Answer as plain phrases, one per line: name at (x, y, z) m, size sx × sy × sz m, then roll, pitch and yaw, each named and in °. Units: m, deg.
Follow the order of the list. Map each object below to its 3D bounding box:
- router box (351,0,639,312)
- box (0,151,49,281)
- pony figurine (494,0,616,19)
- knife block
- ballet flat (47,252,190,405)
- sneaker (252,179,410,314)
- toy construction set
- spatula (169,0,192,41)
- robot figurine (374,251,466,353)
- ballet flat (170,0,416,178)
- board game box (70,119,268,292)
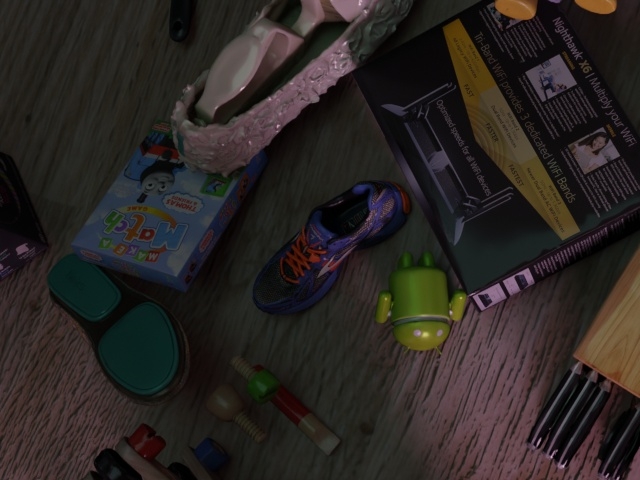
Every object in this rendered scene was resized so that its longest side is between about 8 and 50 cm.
router box at (0.209, -0.112, 1.398) m, size 0.243 × 0.081 × 0.309 m, roll -28°, pitch 68°, yaw 7°
box at (-0.498, -0.047, 1.591) m, size 0.143 × 0.270 × 0.165 m, roll -34°, pitch 67°, yaw 13°
pony figurine at (0.318, -0.395, 1.350) m, size 0.351 × 0.303 × 0.363 m, roll 22°, pitch 75°, yaw -3°
knife block at (0.317, 0.104, 1.308) m, size 0.242 × 0.088 × 0.276 m, roll -16°, pitch 72°, yaw 18°
ballet flat at (-0.221, 0.115, 1.494) m, size 0.107 × 0.106 × 0.316 m, roll -39°, pitch 42°, yaw -7°
sneaker at (0.000, 0.000, 1.470) m, size 0.221 × 0.087 × 0.083 m, roll -44°, pitch 64°, yaw 8°
toy construction set at (-0.096, 0.300, 1.378) m, size 0.237 × 0.257 × 0.309 m, roll 40°, pitch 64°, yaw 20°
spatula at (-0.184, -0.401, 1.678) m, size 0.084 × 0.030 × 0.296 m, roll -7°, pitch 74°, yaw 19°
robot figurine at (0.111, 0.072, 1.415) m, size 0.101 × 0.067 × 0.115 m, roll 0°, pitch 74°, yaw -9°
ballet flat at (-0.024, -0.243, 1.486) m, size 0.147 × 0.147 × 0.409 m, roll 39°, pitch 84°, yaw 26°
board game box at (-0.184, -0.047, 1.542) m, size 0.160 × 0.039 × 0.211 m, roll 15°, pitch 59°, yaw 25°
